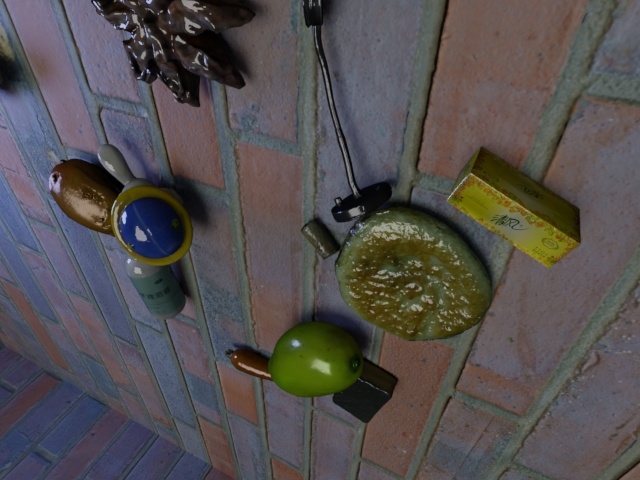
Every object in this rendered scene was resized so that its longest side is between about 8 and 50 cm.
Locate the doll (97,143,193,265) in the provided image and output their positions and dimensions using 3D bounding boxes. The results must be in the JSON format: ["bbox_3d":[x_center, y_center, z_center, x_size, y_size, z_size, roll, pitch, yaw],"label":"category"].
[{"bbox_3d":[-0.399,-0.089,0.954,0.159,0.242,0.311,-25,112,6],"label":"doll"}]

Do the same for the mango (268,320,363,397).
[{"bbox_3d":[-0.036,0.306,1.039,0.192,0.156,0.343,48,137,-7],"label":"mango"}]

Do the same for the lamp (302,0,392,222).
[{"bbox_3d":[0.050,-0.209,0.648,0.108,0.130,0.371,-4,111,8],"label":"lamp"}]

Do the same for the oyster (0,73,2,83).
[{"bbox_3d":[-0.895,-0.422,1.017,0.341,0.110,0.166,2,158,33],"label":"oyster"}]

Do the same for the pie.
[{"bbox_3d":[0.171,0.079,0.796,0.323,0.070,0.323,15,132,17],"label":"pie"}]

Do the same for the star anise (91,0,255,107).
[{"bbox_3d":[-0.251,-0.370,0.664,0.331,0.118,0.332,18,137,17],"label":"star anise"}]

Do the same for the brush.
[{"bbox_3d":[0.113,0.403,1.091,0.123,0.059,0.197,28,134,8],"label":"brush"}]

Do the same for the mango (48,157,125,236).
[{"bbox_3d":[-0.593,-0.107,1.081,0.248,0.151,0.156,39,167,-10],"label":"mango"}]

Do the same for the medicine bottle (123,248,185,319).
[{"bbox_3d":[-0.475,0.077,1.135,0.110,0.110,0.352,17,138,20],"label":"medicine bottle"}]

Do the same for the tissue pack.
[{"bbox_3d":[0.284,-0.052,0.599,0.176,0.095,0.062,34,134,5],"label":"tissue pack"}]

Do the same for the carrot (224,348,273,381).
[{"bbox_3d":[-0.149,0.401,1.255,0.336,0.069,0.069,17,132,16],"label":"carrot"}]

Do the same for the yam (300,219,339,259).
[{"bbox_3d":[0.000,0.000,0.853,0.043,0.043,0.094,-25,108,42],"label":"yam"}]
